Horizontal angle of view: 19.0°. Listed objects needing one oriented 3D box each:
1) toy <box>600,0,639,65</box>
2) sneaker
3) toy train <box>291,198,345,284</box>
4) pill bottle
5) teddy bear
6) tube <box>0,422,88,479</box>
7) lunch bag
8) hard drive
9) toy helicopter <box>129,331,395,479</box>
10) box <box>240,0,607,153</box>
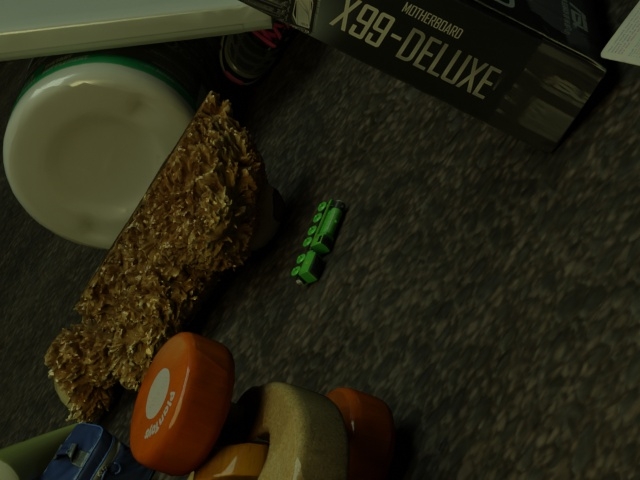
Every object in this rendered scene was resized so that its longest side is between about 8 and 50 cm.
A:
[{"bbox_3d":[0.256,-0.121,0.977,0.137,0.056,0.237,-52,22,-4],"label":"toy"},{"bbox_3d":[-0.042,-0.233,1.932,0.170,0.063,0.075,-55,11,-18],"label":"sneaker"},{"bbox_3d":[0.000,0.000,1.478,0.024,0.017,0.083,-21,36,44],"label":"toy train"},{"bbox_3d":[-0.199,-0.163,1.974,0.204,0.204,0.361,-46,19,25],"label":"pill bottle"},{"bbox_3d":[-0.132,0.027,1.660,0.338,0.113,0.245,-55,9,24],"label":"teddy bear"},{"bbox_3d":[-0.252,0.201,1.628,0.070,0.062,0.240,-12,-1,7],"label":"tube"},{"bbox_3d":[-0.182,0.185,1.526,0.067,0.065,0.098,-60,18,-15],"label":"lunch bag"},{"bbox_3d":[-0.198,-0.244,1.870,0.308,0.040,0.203,-7,31,4],"label":"hard drive"},{"bbox_3d":[-0.077,0.245,1.113,0.355,0.140,0.235,-59,24,22],"label":"toy helicopter"},{"bbox_3d":[0.064,-0.207,1.307,0.076,0.242,0.307,-58,13,29],"label":"box"}]
